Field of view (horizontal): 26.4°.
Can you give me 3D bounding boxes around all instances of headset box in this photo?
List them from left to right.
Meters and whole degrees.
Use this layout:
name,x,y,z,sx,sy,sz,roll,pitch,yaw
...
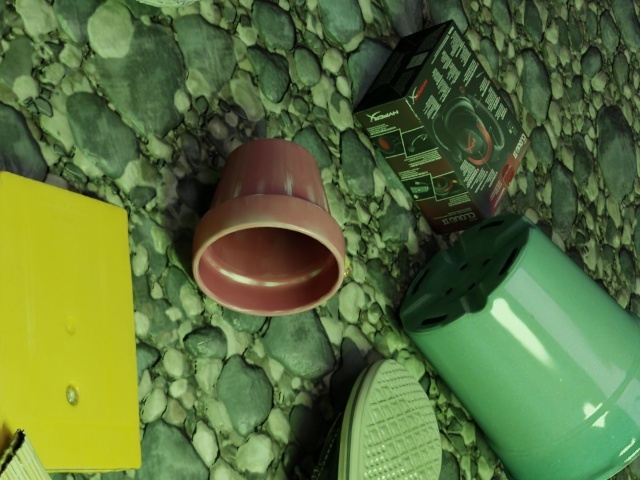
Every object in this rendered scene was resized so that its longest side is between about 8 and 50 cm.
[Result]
name,x,y,z,sx,sy,sz,roll,pitch,yaw
headset box,0.210,-0.169,2.191,0.293,0.110,0.218,52,47,-25

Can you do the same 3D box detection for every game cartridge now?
name,x,y,z,sx,sy,sz,roll,pitch,yaw
game cartridge,-0.302,0.099,1.536,0.285,0.053,0.323,21,61,-64

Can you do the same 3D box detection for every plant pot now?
name,x,y,z,sx,sy,sz,roll,pitch,yaw
plant pot,-0.066,-0.028,1.799,0.201,0.201,0.180,36,39,-36
plant pot,0.319,0.159,2.083,0.334,0.341,0.341,46,49,-20

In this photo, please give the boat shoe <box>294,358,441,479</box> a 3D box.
name,x,y,z,sx,sy,sz,roll,pitch,yaw
boat shoe,0.046,0.361,1.840,0.187,0.156,0.500,44,39,-25

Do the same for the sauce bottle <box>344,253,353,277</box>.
name,x,y,z,sx,sy,sz,roll,pitch,yaw
sauce bottle,0.000,0.000,1.962,0.128,0.042,0.042,58,44,-23

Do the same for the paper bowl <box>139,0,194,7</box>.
name,x,y,z,sx,sy,sz,roll,pitch,yaw
paper bowl,-0.217,-0.441,1.762,0.284,0.148,0.284,16,68,-46

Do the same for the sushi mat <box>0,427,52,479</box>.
name,x,y,z,sx,sy,sz,roll,pitch,yaw
sushi mat,-0.293,0.347,1.441,0.316,0.019,0.151,75,26,-46
